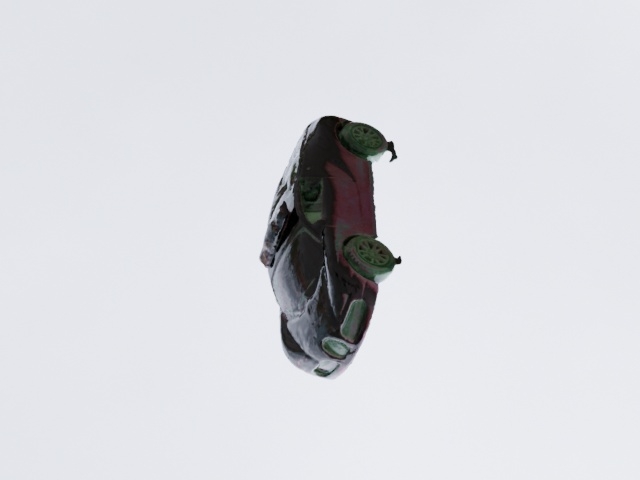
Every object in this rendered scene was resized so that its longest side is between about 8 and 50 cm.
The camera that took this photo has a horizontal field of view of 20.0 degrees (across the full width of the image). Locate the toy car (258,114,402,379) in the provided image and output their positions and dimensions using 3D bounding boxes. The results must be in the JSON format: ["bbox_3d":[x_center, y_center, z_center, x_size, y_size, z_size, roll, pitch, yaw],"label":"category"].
[{"bbox_3d":[0.000,0.000,0.847,0.142,0.055,0.069,-93,-155,-48],"label":"toy car"}]
